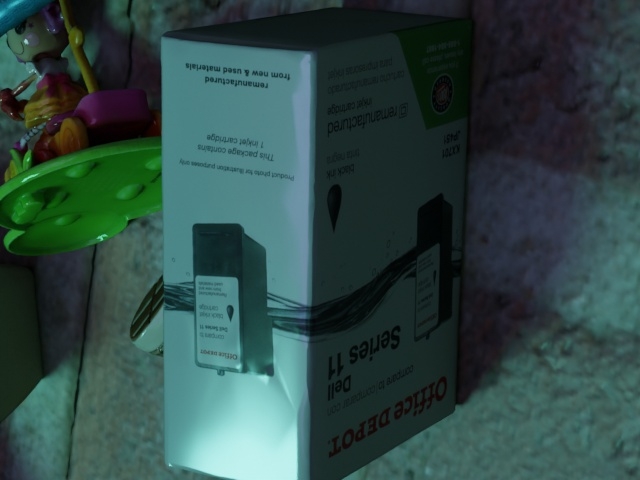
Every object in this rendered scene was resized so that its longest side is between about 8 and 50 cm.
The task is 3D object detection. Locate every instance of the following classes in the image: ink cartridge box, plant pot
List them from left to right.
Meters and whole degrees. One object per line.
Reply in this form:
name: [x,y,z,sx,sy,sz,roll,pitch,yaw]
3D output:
plant pot: [-0.226,0.058,1.014,0.109,0.096,0.109,3,103,34]
ink cartridge box: [0.000,0.000,0.818,0.087,0.153,0.208,10,107,31]

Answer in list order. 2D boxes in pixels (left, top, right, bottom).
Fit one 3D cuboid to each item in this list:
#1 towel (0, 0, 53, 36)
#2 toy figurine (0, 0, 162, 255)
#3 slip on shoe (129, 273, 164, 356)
towel: [-0.238,-0.203,0.942,0.370,0.040,0.271,-24,63,35]
toy figurine: [-0.139,-0.092,0.935,0.173,0.130,0.159,-38,64,58]
slip on shoe: [-0.053,0.013,0.926,0.041,0.051,0.135,28,113,-19]
